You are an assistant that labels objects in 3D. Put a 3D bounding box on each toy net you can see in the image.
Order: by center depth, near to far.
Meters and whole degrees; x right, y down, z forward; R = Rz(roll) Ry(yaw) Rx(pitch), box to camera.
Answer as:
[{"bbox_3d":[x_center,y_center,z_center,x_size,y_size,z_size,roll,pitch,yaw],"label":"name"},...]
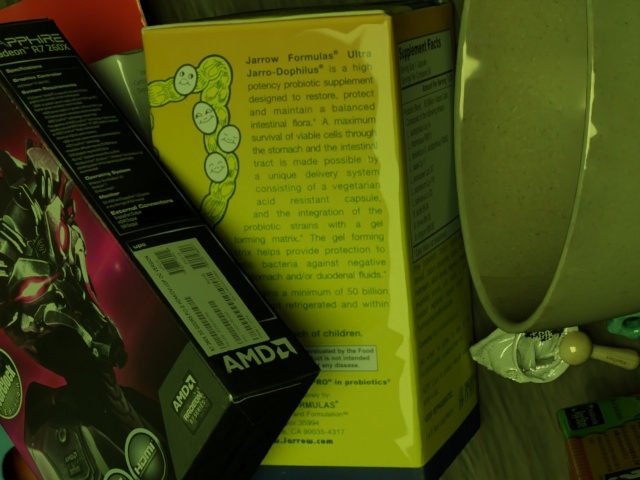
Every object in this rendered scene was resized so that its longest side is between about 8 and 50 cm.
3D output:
[{"bbox_3d":[0.225,0.071,1.376,0.232,0.045,0.122,-11,135,14],"label":"toy net"}]

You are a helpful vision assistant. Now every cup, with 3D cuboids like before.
[{"bbox_3d":[0.246,-0.099,1.253,0.237,0.331,0.331,1,102,-11],"label":"cup"}]

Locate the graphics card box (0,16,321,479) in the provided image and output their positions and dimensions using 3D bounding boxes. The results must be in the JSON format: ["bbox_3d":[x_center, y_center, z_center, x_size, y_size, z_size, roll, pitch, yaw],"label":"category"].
[{"bbox_3d":[-0.177,0.043,1.328,0.371,0.094,0.233,51,130,23],"label":"graphics card box"}]

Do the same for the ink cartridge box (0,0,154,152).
[{"bbox_3d":[-0.259,-0.109,1.489,0.296,0.066,0.261,-17,95,31],"label":"ink cartridge box"}]

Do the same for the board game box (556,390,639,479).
[{"bbox_3d":[0.378,0.279,1.191,0.356,0.356,0.356,-14,96,6],"label":"board game box"}]

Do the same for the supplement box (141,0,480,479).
[{"bbox_3d":[0.000,0.000,1.385,0.195,0.194,0.357,-1,99,18],"label":"supplement box"}]

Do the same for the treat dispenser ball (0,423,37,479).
[{"bbox_3d":[-0.284,0.233,1.471,0.288,0.288,0.288,3,101,17],"label":"treat dispenser ball"}]
